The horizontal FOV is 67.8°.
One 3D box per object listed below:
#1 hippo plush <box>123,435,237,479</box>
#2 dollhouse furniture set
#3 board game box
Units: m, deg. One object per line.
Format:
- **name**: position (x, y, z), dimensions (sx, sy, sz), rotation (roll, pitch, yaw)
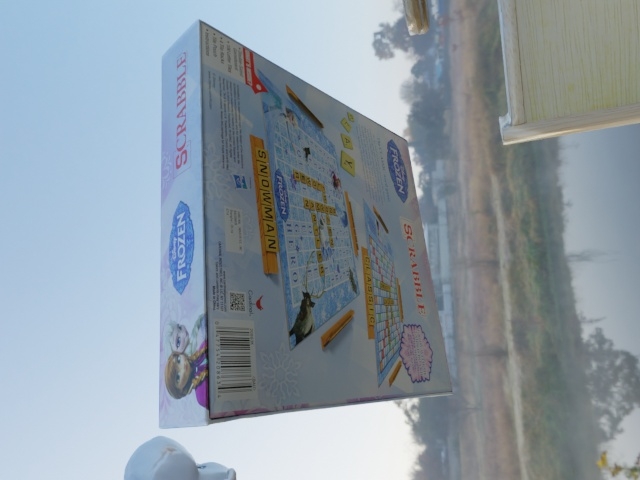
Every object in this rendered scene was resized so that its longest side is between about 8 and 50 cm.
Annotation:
- **hippo plush**: position (-0.202, 0.398, 0.622), dimensions (0.237, 0.294, 0.234), rotation (-56, 1, -30)
- **dollhouse furniture set**: position (0.270, -0.286, 0.521), dimensions (0.394, 0.361, 0.257), rotation (-54, -46, -61)
- **board game box**: position (0.000, 0.000, 0.470), dimensions (0.317, 0.065, 0.319), rotation (15, -118, -45)
